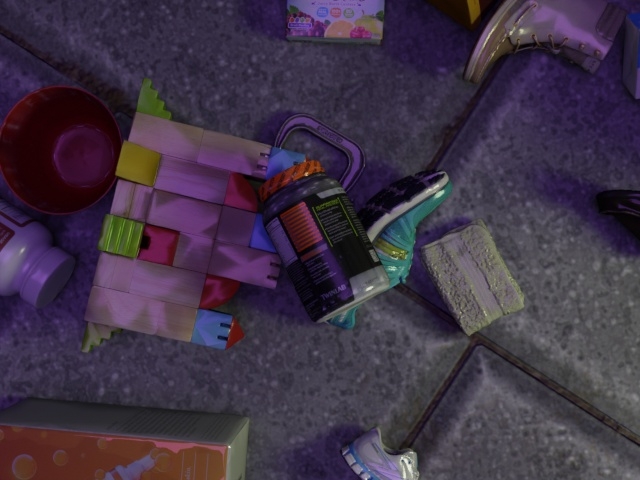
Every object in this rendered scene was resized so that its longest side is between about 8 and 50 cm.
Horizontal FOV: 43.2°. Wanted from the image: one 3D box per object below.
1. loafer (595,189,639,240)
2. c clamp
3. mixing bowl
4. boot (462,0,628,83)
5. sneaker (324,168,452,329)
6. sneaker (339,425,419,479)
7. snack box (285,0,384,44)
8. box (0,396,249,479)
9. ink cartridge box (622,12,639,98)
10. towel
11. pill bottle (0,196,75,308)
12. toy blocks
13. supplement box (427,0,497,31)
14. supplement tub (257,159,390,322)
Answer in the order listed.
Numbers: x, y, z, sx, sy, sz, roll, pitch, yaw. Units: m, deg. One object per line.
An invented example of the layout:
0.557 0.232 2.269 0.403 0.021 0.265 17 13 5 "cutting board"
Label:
0.483 -0.008 1.120 0.220 0.080 0.078 22 91 4 "loafer"
-0.007 -0.104 1.186 0.161 0.022 0.137 37 93 3 "c clamp"
-0.359 -0.127 1.173 0.181 0.098 0.181 0 91 5 "mixing bowl"
0.314 -0.277 1.132 0.165 0.077 0.213 36 85 3 "boot"
0.089 0.010 1.156 0.110 0.107 0.275 41 98 -15 "sneaker"
0.120 0.346 1.157 0.083 0.071 0.190 -43 87 -2 "sneaker"
0.022 -0.339 1.175 0.141 0.037 0.100 3 89 4 "snack box"
-0.287 0.354 1.135 0.345 0.168 0.215 4 91 5 "box"
0.514 -0.265 1.105 0.180 0.060 0.104 -8 124 5 "ink cartridge box"
0.218 0.053 1.167 0.110 0.027 0.148 -28 88 5 "towel"
-0.471 0.004 1.171 0.216 0.121 0.121 33 92 4 "pill bottle"
-0.163 -0.003 1.136 0.261 0.191 0.381 14 86 -8 "toy blocks"
0.190 -0.434 1.098 0.191 0.129 0.194 40 93 16 "supplement box"
0.000 0.000 1.046 0.117 0.117 0.190 -27 82 4 "supplement tub"
